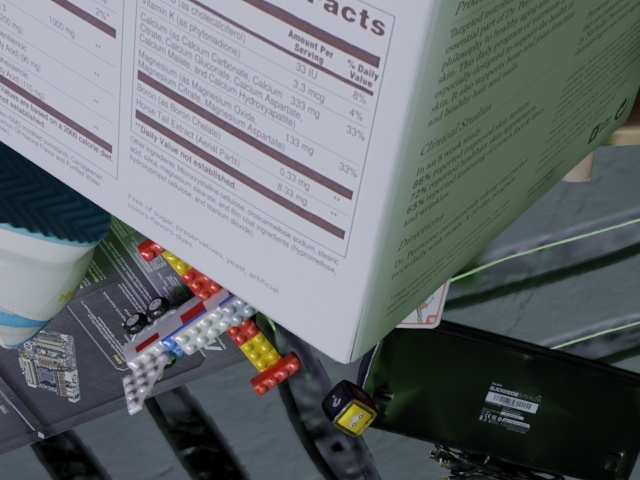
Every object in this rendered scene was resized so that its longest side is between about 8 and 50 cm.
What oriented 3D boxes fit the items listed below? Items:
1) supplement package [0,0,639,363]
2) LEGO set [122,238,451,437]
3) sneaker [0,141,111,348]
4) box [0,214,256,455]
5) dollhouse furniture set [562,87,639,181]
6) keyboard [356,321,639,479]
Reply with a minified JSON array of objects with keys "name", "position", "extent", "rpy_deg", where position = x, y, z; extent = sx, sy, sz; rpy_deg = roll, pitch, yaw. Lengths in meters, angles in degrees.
[{"name":"supplement package","position":[0.010,-0.146,0.437],"extent":[0.198,0.199,0.262],"rpy_deg":[32,135,22]},{"name":"LEGO set","position":[0.000,0.000,0.667],"extent":[0.183,0.060,0.244],"rpy_deg":[2,117,-20]},{"name":"sneaker","position":[-0.215,-0.015,0.595],"extent":[0.229,0.087,0.092],"rpy_deg":[21,125,-16]},{"name":"box","position":[-0.164,0.001,0.699],"extent":[0.183,0.056,0.231],"rpy_deg":[-22,125,14]},{"name":"dollhouse furniture set","position":[0.246,-0.025,0.494],"extent":[0.257,0.394,0.362],"rpy_deg":[-3,127,-1]},{"name":"keyboard","position":[0.108,0.105,0.820],"extent":[0.192,0.038,0.100],"rpy_deg":[17,101,-15]}]
